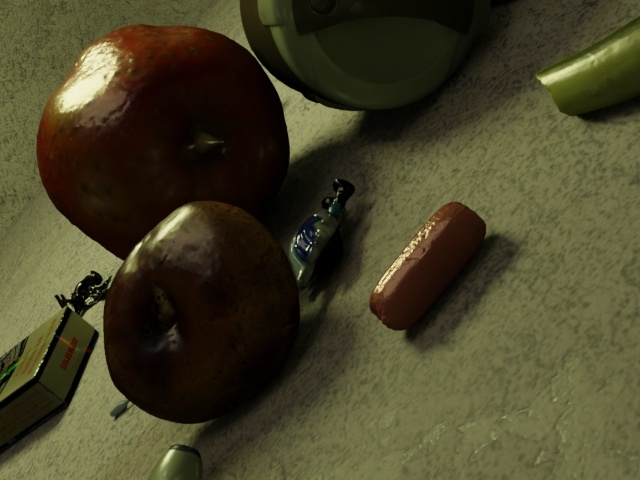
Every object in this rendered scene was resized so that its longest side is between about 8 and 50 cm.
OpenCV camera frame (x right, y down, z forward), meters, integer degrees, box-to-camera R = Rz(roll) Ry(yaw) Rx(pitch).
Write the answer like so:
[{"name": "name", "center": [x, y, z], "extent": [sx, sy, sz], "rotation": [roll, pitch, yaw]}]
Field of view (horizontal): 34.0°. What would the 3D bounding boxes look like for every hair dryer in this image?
[{"name": "hair dryer", "center": [-0.207, 0.339, 1.196], "extent": [0.199, 0.067, 0.167], "rotation": [-44, 24, 38]}]

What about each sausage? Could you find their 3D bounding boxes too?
[{"name": "sausage", "center": [0.112, 0.028, 1.109], "extent": [0.154, 0.062, 0.062], "rotation": [-50, 21, -5]}]

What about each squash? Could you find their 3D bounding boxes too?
[{"name": "squash", "center": [0.330, -0.192, 1.073], "extent": [0.250, 0.083, 0.083], "rotation": [-26, 29, 49]}]

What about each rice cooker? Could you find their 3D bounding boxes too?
[{"name": "rice cooker", "center": [0.060, -0.352, 1.548], "extent": [0.335, 0.335, 0.325], "rotation": [-48, 21, -3]}]

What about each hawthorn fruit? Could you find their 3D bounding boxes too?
[{"name": "hawthorn fruit", "center": [-0.221, -0.148, 1.613], "extent": [0.403, 0.403, 0.402], "rotation": [-39, 23, 20]}]

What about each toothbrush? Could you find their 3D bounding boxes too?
[{"name": "toothbrush", "center": [-0.244, 0.199, 1.545], "extent": [0.193, 0.013, 0.019], "rotation": [-42, 13, 15]}]

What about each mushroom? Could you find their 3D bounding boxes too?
[{"name": "mushroom", "center": [-0.131, 0.085, 1.316], "extent": [0.255, 0.267, 0.267], "rotation": [-20, -1, -42]}]

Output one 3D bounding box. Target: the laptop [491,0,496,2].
[{"name": "laptop", "center": [0.313, -0.417, 1.567], "extent": [0.154, 0.026, 0.207], "rotation": [-55, 22, -15]}]

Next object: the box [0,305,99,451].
[{"name": "box", "center": [-0.549, 0.272, 1.895], "extent": [0.310, 0.084, 0.198], "rotation": [-35, 25, 27]}]

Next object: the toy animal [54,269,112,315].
[{"name": "toy animal", "center": [-0.476, 0.109, 2.098], "extent": [0.108, 0.062, 0.220], "rotation": [-40, 12, -37]}]

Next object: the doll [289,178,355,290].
[{"name": "doll", "center": [0.000, 0.000, 1.370], "extent": [0.096, 0.070, 0.195], "rotation": [111, -178, -45]}]
